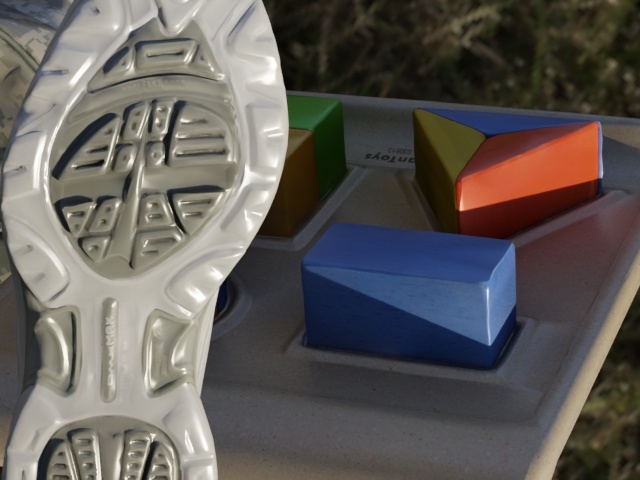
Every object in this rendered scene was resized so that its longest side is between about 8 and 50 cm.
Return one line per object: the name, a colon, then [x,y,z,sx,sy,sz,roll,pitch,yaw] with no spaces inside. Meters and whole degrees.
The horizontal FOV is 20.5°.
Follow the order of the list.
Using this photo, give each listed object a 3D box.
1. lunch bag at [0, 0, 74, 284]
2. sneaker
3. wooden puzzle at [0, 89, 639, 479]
lunch bag: [-0.181,-0.097,1.401,0.256,0.212,0.305,63,30,-8]
sneaker: [-0.072,0.000,0.620,0.090,0.232,0.115,8,19,-13]
wooden puzzle: [0.000,0.000,0.921,0.322,0.081,0.348,7,33,20]
